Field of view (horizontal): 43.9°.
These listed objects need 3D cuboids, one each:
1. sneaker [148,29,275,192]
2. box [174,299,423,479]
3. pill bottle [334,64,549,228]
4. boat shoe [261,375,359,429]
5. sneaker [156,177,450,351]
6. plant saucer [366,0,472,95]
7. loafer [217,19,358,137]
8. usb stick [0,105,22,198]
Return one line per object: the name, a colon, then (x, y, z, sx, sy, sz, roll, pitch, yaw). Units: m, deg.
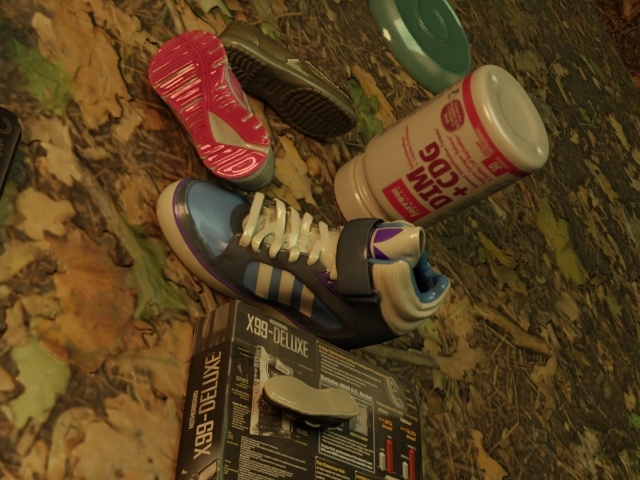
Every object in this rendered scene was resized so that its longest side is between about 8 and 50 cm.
sneaker: (-0.133, -0.153, 0.989, 0.111, 0.103, 0.252, 69, -5, -64)
box: (-0.010, 0.234, 0.881, 0.307, 0.076, 0.242, 29, 47, -34)
pill bottle: (0.165, -0.112, 1.137, 0.160, 0.283, 0.160, 28, 47, -35)
boat shoe: (-0.015, 0.171, 0.820, 0.125, 0.038, 0.046, 18, 34, -43)
sneaker: (0.000, 0.001, 0.913, 0.323, 0.236, 0.130, 42, 41, -23)
plant saucer: (0.212, -0.434, 1.605, 0.318, 0.044, 0.317, 27, 49, -35)
loafer: (-0.042, -0.236, 1.140, 0.251, 0.094, 0.087, 31, 50, -32)
usb stick: (-0.333, -0.016, 0.705, 0.077, 0.045, 0.278, 25, 49, -28)
